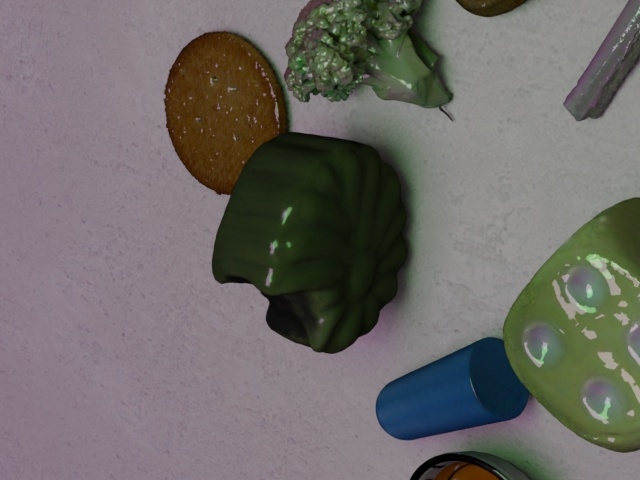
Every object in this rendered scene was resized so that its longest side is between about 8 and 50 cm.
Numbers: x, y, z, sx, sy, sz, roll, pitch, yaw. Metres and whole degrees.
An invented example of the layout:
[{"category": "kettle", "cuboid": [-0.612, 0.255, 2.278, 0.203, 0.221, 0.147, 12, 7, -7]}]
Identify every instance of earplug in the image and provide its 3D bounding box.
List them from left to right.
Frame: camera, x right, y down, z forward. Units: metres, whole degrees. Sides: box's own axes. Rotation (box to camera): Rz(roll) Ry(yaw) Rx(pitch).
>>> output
[{"category": "earplug", "cuboid": [0.196, 0.255, 1.937, 0.273, 0.132, 0.132, -28, 84, 47]}]

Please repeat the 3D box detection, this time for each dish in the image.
[{"category": "dish", "cuboid": [0.277, 0.461, 1.924, 0.303, 0.120, 0.303, 14, 112, 39]}]

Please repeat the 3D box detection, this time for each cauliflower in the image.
[{"category": "cauliflower", "cuboid": [0.086, -0.291, 1.840, 0.315, 0.239, 0.256, 38, 87, 6]}]

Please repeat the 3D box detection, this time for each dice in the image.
[{"category": "dice", "cuboid": [0.422, 0.110, 1.595, 0.252, 0.254, 0.249, 47, 129, 20]}]

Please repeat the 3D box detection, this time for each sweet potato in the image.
[{"category": "sweet potato", "cuboid": [0.270, -0.372, 1.722, 0.233, 0.062, 0.081, -13, 78, 47]}]

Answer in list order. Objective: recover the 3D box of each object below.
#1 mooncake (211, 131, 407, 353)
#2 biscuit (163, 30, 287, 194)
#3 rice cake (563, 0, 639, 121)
[{"category": "mooncake", "cuboid": [0.000, 0.000, 1.899, 0.187, 0.351, 0.351, 9, 109, 39]}, {"category": "biscuit", "cuboid": [-0.174, -0.232, 2.176, 0.305, 0.038, 0.305, 13, 110, 37]}, {"category": "rice cake", "cuboid": [0.416, -0.277, 1.624, 0.055, 0.049, 0.270, 56, 134, 33]}]
